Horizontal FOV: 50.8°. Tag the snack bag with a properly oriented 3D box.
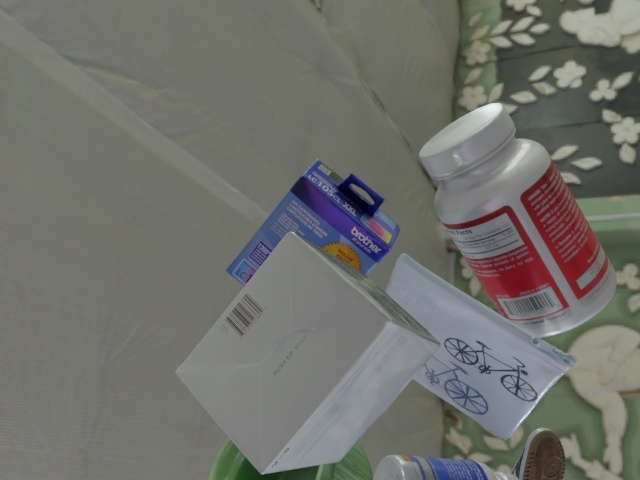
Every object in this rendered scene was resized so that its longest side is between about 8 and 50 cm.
[{"bbox_3d":[0.232,0.184,1.155,0.037,0.323,0.342,-47,-20,-30],"label":"snack bag"}]

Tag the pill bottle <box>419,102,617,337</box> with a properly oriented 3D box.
[{"bbox_3d":[0.361,-0.038,1.264,0.407,0.229,0.229,56,-145,-14],"label":"pill bottle"}]

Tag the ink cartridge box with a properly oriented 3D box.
[{"bbox_3d":[0.000,0.000,1.610,0.270,0.395,0.151,39,-155,-3],"label":"ink cartridge box"}]

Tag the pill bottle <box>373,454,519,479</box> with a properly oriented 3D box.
[{"bbox_3d":[0.248,0.495,1.284,0.152,0.272,0.152,-170,90,-73],"label":"pill bottle"}]

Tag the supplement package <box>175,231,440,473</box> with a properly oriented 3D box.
[{"bbox_3d":[-0.004,0.127,0.739,0.194,0.149,0.203,-50,-27,4],"label":"supplement package"}]

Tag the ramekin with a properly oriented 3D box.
[{"bbox_3d":[-0.054,0.435,1.168,0.148,0.303,0.303,41,-133,-28],"label":"ramekin"}]

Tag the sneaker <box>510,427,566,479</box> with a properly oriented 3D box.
[{"bbox_3d":[0.430,0.501,1.424,0.153,0.099,0.282,-143,47,-68],"label":"sneaker"}]
